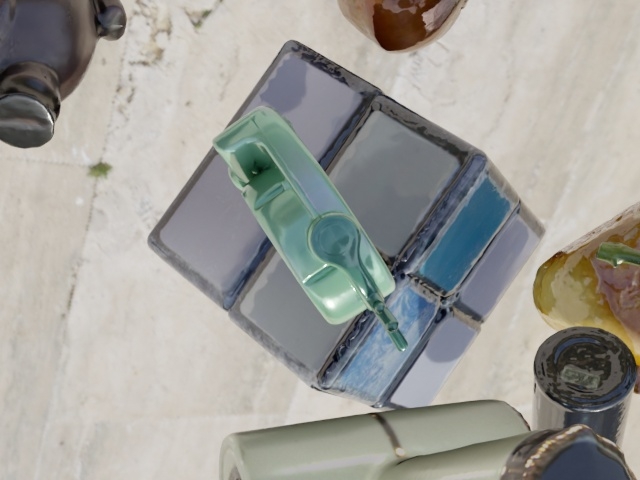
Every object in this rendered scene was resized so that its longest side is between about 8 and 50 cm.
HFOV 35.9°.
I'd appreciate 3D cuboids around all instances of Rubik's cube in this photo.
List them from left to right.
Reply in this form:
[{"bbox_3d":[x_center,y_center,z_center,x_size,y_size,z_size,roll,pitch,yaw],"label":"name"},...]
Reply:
[{"bbox_3d":[0.039,-0.002,1.208,0.316,0.313,0.318,-55,151,0],"label":"Rubik's cube"}]

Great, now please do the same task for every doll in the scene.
[{"bbox_3d":[-0.222,-0.176,0.719,0.182,0.257,0.117,7,135,-12],"label":"doll"}]

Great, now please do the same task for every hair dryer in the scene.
[{"bbox_3d":[0.068,0.146,0.543,0.203,0.362,0.128,-4,75,-15],"label":"hair dryer"}]

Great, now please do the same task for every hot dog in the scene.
[{"bbox_3d":[0.416,0.017,0.935,0.405,0.185,0.223,-33,87,2],"label":"hot dog"}]

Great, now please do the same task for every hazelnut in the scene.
[{"bbox_3d":[0.107,-0.328,1.233,0.182,0.182,0.182,-13,121,-22],"label":"hazelnut"}]

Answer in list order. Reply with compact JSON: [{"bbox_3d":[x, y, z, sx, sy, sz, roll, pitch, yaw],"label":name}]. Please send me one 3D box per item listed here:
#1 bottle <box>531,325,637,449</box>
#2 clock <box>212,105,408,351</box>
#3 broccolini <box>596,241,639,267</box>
[{"bbox_3d":[0.207,0.161,0.798,0.082,0.072,0.244,-50,150,-28],"label":"bottle"},{"bbox_3d":[0.000,0.000,0.787,0.066,0.211,0.159,-34,158,0],"label":"clock"},{"bbox_3d":[0.281,0.028,0.678,0.054,0.194,0.052,-54,126,-28],"label":"broccolini"}]
